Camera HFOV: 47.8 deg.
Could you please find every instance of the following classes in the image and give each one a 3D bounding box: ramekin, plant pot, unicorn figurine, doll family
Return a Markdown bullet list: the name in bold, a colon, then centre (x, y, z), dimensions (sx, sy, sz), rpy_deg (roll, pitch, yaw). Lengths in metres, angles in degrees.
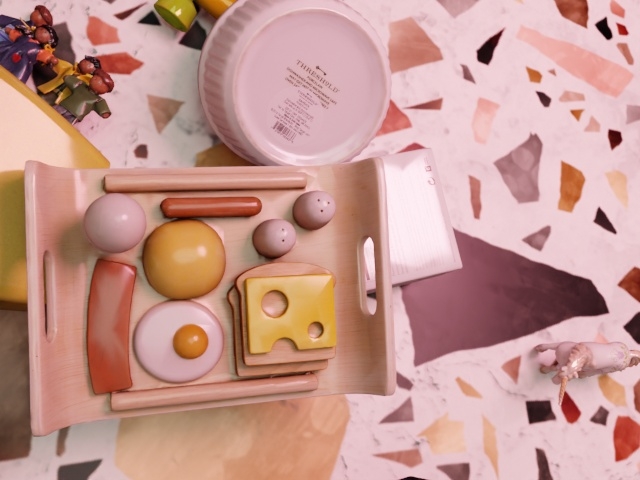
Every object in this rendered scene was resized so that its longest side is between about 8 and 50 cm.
- **ramekin**: centre (-0.021, -0.167, 0.773), dimensions (0.207, 0.109, 0.207), rpy_deg (-6, 110, -15)
- **plant pot**: centre (-0.318, -0.038, 0.663), dimensions (0.187, 0.212, 0.212), rpy_deg (26, 71, -21)
- **unicorn figurine**: centre (0.302, 0.140, 0.838), dimensions (0.162, 0.111, 0.060), rpy_deg (-13, 81, -18)
- **doll family**: centre (-0.295, -0.184, 0.766), dimensions (0.193, 0.076, 0.111), rpy_deg (43, 74, 1)

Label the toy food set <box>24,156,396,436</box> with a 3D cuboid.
- **toy food set**: centre (-0.085, 0.038, 0.616), dimensions (0.306, 0.092, 0.219), rpy_deg (-2, 86, -16)

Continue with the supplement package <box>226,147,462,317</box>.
- **supplement package**: centre (0.000, 0.000, 0.769), dimensions (0.244, 0.139, 0.134), rpy_deg (-12, 84, -17)

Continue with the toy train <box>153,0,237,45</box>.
- **toy train**: centre (-0.141, -0.305, 0.831), dimensions (0.248, 0.105, 0.143), rpy_deg (39, 83, -4)

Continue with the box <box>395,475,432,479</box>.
- **box**: centre (0.099, 0.385, 0.598), dimensions (0.179, 0.343, 0.312), rpy_deg (-8, 79, -19)
